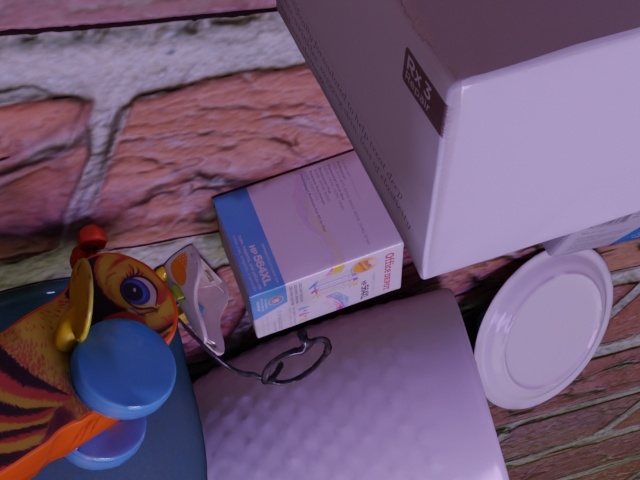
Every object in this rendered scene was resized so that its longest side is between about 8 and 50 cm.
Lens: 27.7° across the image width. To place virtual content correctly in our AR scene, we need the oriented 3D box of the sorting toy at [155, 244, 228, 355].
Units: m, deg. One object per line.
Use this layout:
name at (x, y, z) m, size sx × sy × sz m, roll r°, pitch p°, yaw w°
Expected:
sorting toy at (-0.100, 0.056, 1.068) m, size 0.044 × 0.075 × 0.083 m, roll -24°, pitch 157°, yaw 4°

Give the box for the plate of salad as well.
plate of salad at (0.240, 0.092, 1.419) m, size 0.199 × 0.048 × 0.200 m, roll -16°, pitch 121°, yaw -29°

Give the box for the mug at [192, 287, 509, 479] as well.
mug at (0.015, 0.238, 1.316) m, size 0.328 × 0.276 × 0.374 m, roll -16°, pitch 155°, yaw 4°

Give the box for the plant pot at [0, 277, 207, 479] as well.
plant pot at (-0.208, 0.206, 1.069) m, size 0.271 × 0.255 × 0.272 m, roll -19°, pitch 157°, yaw -9°

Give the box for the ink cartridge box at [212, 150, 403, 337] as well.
ink cartridge box at (0.000, 0.000, 1.018) m, size 0.143 × 0.090 × 0.092 m, roll -19°, pitch 157°, yaw -7°

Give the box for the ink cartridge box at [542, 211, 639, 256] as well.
ink cartridge box at (0.279, -0.073, 1.120) m, size 0.139 × 0.082 × 0.191 m, roll -11°, pitch 153°, yaw -26°

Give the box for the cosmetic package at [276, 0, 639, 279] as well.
cosmetic package at (0.187, -0.152, 0.677) m, size 0.385 × 0.217 × 0.156 m, roll -16°, pitch 146°, yaw -11°

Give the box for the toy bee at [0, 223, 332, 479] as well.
toy bee at (-0.165, 0.077, 0.911) m, size 0.195 × 0.162 × 0.298 m, roll -47°, pitch 157°, yaw 27°

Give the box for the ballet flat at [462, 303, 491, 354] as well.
ballet flat at (0.164, 0.113, 1.465) m, size 0.213 × 0.072 × 0.068 m, roll -12°, pitch -178°, yaw -21°
